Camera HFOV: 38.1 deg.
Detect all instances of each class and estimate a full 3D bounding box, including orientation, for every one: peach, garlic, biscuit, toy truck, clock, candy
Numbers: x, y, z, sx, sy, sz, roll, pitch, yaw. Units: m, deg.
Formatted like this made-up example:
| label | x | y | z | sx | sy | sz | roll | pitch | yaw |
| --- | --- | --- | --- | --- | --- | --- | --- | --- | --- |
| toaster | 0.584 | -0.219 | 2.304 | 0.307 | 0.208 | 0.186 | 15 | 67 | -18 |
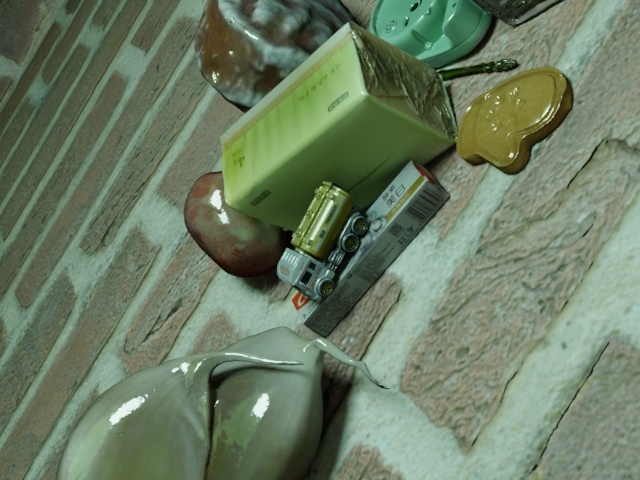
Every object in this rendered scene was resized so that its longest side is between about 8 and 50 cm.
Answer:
| label | x | y | z | sx | sy | sz | roll | pitch | yaw |
| --- | --- | --- | --- | --- | --- | --- | --- | --- | --- |
| peach | -0.100 | -0.025 | 1.204 | 0.152 | 0.152 | 0.152 | -34 | 40 | 35 |
| garlic | -0.127 | 0.210 | 0.948 | 0.340 | 0.231 | 0.246 | -61 | 29 | 9 |
| biscuit | 0.196 | -0.121 | 0.955 | 0.140 | 0.023 | 0.118 | -27 | 44 | 40 |
| toy truck | 0.000 | 0.000 | 1.015 | 0.052 | 0.063 | 0.123 | 24 | 85 | 58 |
| clock | 0.124 | -0.281 | 1.144 | 0.211 | 0.066 | 0.159 | -18 | 50 | 48 |
| candy | -0.056 | -0.264 | 1.226 | 0.157 | 0.214 | 0.289 | -58 | 12 | 31 |

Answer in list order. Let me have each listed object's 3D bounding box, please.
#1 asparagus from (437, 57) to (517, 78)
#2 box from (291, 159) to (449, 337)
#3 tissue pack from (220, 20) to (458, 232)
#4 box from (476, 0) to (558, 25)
| label | x | y | z | sx | sy | sz | roll | pitch | yaw |
| --- | --- | --- | --- | --- | --- | --- | --- | --- | --- |
| asparagus | 0.164 | -0.195 | 1.067 | 0.013 | 0.016 | 0.166 | -37 | 20 | -29 |
| box | 0.052 | 0.010 | 1.032 | 0.218 | 0.040 | 0.055 | -49 | 34 | 17 |
| tissue pack | 0.015 | -0.116 | 1.063 | 0.234 | 0.159 | 0.125 | -35 | 51 | 34 |
| box | 0.235 | -0.433 | 0.997 | 0.225 | 0.190 | 0.297 | -27 | 44 | 43 |
